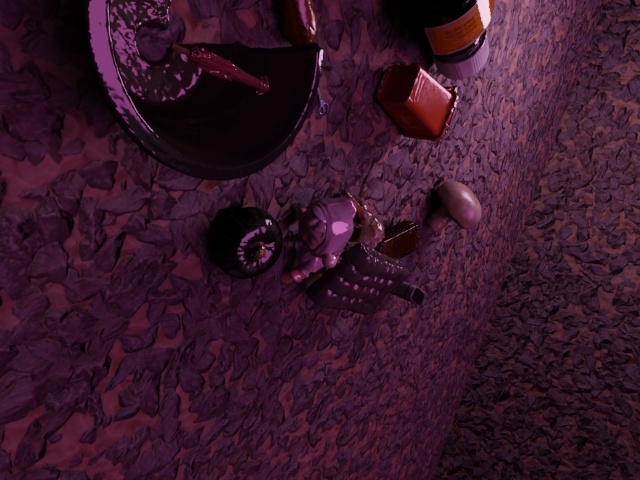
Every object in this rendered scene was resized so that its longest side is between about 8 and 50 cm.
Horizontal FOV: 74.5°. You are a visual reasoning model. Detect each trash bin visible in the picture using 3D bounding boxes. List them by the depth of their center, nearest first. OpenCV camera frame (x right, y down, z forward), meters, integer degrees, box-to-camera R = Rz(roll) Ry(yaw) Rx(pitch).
[{"bbox_3d":[0.292,-0.426,1.255,0.239,0.161,0.184,23,89,-48],"label":"trash bin"},{"bbox_3d":[0.311,0.187,1.579,0.116,0.130,0.059,39,76,-50],"label":"trash bin"}]

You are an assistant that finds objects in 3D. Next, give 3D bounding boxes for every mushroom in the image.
[{"bbox_3d":[0.533,-0.121,1.664,0.206,0.206,0.209,-19,143,-43],"label":"mushroom"}]

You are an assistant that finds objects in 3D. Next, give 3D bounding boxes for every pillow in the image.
[{"bbox_3d":[0.122,0.127,1.270,0.228,0.101,0.326,-45,150,16],"label":"pillow"}]

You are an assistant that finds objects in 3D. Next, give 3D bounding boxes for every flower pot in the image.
[{"bbox_3d":[-0.213,-0.296,0.649,0.379,0.251,0.379,-28,129,-40],"label":"flower pot"}]

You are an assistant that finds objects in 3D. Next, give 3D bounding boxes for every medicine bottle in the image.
[{"bbox_3d":[0.369,-0.631,1.205,0.395,0.243,0.242,16,95,-66],"label":"medicine bottle"}]

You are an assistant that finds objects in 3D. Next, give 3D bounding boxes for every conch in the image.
[{"bbox_3d":[0.107,-0.049,1.232,0.207,0.130,0.155,67,28,-21],"label":"conch"}]

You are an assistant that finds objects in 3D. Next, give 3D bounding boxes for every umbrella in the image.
[{"bbox_3d":[-0.129,-0.230,0.565,0.165,0.025,0.027,4,86,-53],"label":"umbrella"}]

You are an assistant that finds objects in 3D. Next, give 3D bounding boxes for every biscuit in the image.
[{"bbox_3d":[0.256,0.011,1.483,0.252,0.070,0.106,-22,122,-42],"label":"biscuit"}]

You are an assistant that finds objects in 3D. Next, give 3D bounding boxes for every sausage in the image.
[{"bbox_3d":[-0.082,-0.530,0.833,0.103,0.076,0.302,-50,137,-10],"label":"sausage"}]

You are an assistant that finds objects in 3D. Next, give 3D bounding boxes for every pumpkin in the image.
[{"bbox_3d":[-0.162,0.008,0.951,0.167,0.125,0.167,-43,153,-28],"label":"pumpkin"}]

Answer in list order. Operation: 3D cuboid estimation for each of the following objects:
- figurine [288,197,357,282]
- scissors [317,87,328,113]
[{"bbox_3d":[0.000,-0.001,1.096,0.133,0.200,0.276,-7,142,-31],"label":"figurine"},{"bbox_3d":[0.000,-0.360,1.062,0.036,0.006,0.083,-44,136,-25],"label":"scissors"}]
